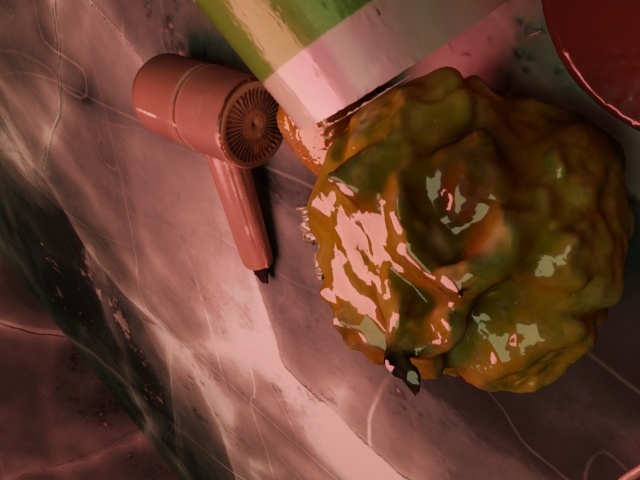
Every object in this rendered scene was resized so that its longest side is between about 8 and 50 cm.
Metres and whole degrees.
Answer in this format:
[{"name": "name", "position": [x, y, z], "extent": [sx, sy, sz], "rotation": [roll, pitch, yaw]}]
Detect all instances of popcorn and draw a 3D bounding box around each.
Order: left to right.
[{"name": "popcorn", "position": [0.101, -0.001, 0.437], "extent": [0.249, 0.225, 0.249], "rotation": [39, 149, 29]}]

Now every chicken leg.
[{"name": "chicken leg", "position": [0.038, -0.066, 0.575], "extent": [0.107, 0.087, 0.251], "rotation": [8, 130, 58]}]

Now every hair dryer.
[{"name": "hair dryer", "position": [-0.124, -0.068, 0.749], "extent": [0.190, 0.107, 0.344], "rotation": [25, 140, 35]}]

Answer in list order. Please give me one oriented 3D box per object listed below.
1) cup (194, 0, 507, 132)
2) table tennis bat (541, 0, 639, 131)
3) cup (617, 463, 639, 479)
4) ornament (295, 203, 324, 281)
[{"name": "cup", "position": [-0.011, -0.236, 0.379], "extent": [0.253, 0.253, 0.273], "rotation": [-14, 114, 52]}, {"name": "table tennis bat", "position": [0.269, -0.197, 0.212], "extent": [0.415, 0.051, 0.268], "rotation": [-38, 74, 49]}, {"name": "cup", "position": [0.364, 0.313, 0.441], "extent": [0.209, 0.288, 0.273], "rotation": [22, 145, -16]}, {"name": "ornament", "position": [-0.001, -0.003, 0.700], "extent": [0.092, 0.041, 0.068], "rotation": [55, 139, 16]}]
